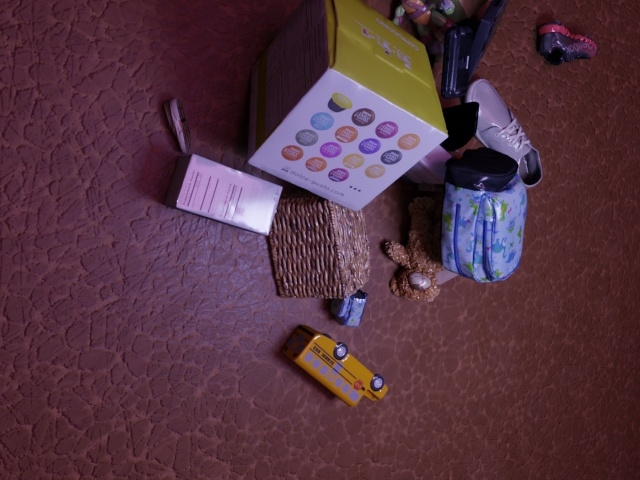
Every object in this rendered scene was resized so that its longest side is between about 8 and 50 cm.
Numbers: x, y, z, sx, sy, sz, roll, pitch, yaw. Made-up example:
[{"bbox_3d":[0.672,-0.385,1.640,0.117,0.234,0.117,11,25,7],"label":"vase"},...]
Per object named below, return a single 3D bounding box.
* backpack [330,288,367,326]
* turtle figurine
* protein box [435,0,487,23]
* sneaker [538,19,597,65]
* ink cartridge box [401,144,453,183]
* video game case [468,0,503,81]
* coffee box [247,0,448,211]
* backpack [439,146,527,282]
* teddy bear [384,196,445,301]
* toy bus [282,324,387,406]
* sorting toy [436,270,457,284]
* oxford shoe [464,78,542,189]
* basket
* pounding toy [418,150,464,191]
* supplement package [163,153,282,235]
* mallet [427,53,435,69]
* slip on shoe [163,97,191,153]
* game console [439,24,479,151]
[{"bbox_3d":[0.077,0.195,1.574,0.084,0.105,0.114,7,100,-22],"label":"backpack"},{"bbox_3d":[0.299,-0.622,1.546,0.266,0.274,0.198,32,115,-33],"label":"turtle figurine"},{"bbox_3d":[0.421,-0.803,1.621,0.201,0.136,0.200,-46,114,-16],"label":"protein box"},{"bbox_3d":[0.892,-0.690,1.921,0.276,0.098,0.135,8,92,-28],"label":"sneaker"},{"bbox_3d":[0.295,-0.236,1.589,0.140,0.191,0.082,33,79,-29],"label":"ink cartridge box"},{"bbox_3d":[0.514,-0.653,1.621,0.035,0.275,0.248,27,71,11],"label":"video game case"},{"bbox_3d":[0.051,-0.339,1.284,0.338,0.334,0.338,21,49,-30],"label":"coffee box"},{"bbox_3d":[0.463,-0.053,1.524,0.290,0.273,0.355,-26,138,-49],"label":"backpack"},{"bbox_3d":[0.332,0.031,1.671,0.245,0.113,0.338,32,87,-21],"label":"teddy bear"},{"bbox_3d":[0.051,0.382,1.577,0.333,0.108,0.130,45,75,-26],"label":"toy bus"},{"bbox_3d":[0.446,0.026,1.800,0.208,0.038,0.193,-23,106,-20],"label":"sorting toy"},{"bbox_3d":[0.634,-0.355,1.803,0.169,0.130,0.449,-42,113,-17],"label":"oxford shoe"},{"bbox_3d":[0.000,0.000,1.511,0.213,0.223,0.299,-32,114,-58],"label":"basket"},{"bbox_3d":[0.418,-0.261,1.711,0.181,0.094,0.206,-2,98,-29],"label":"pounding toy"},{"bbox_3d":[-0.245,-0.112,1.333,0.244,0.139,0.133,18,86,-29],"label":"supplement package"},{"bbox_3d":[0.345,-0.491,1.644,0.189,0.039,0.062,55,49,-53],"label":"mallet"},{"bbox_3d":[-0.355,-0.282,1.309,0.041,0.051,0.135,-6,112,11],"label":"slip on shoe"},{"bbox_3d":[0.405,-0.444,1.572,0.213,0.044,0.361,-22,123,-39],"label":"game console"}]
